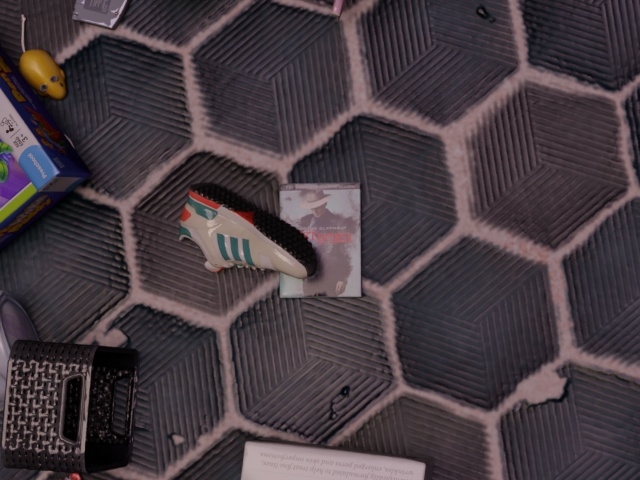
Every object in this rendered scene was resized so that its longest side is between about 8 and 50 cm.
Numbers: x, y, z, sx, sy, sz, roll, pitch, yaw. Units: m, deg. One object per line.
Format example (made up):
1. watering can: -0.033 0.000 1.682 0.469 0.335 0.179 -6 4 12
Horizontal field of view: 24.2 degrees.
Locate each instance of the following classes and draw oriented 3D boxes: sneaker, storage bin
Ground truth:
1. sneaker: -0.078 0.007 1.529 0.161 0.057 0.075 32 114 17
2. storage bin: -0.244 0.163 1.471 0.084 0.180 0.122 3 85 7

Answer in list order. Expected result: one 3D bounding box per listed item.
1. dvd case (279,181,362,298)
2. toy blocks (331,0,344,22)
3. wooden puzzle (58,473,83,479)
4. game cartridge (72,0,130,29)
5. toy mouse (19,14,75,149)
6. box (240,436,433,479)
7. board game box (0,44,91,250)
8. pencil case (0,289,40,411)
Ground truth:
1. dvd case: 0.000 0.000 1.541 0.087 0.013 0.119 0 84 7
2. toy blocks: 0.057 -0.372 1.434 0.309 0.288 0.260 12 80 6
3. wooden puzzle: -0.264 0.272 1.551 0.083 0.006 0.049 -27 82 4
4. game cartridge: -0.228 -0.269 1.594 0.056 0.017 0.083 16 87 12
5. toy mouse: -0.333 -0.139 1.586 0.143 0.031 0.161 -36 82 3
6. box: 0.011 0.292 1.458 0.181 0.119 0.182 6 85 7
7. board game box: -0.432 -0.135 1.553 0.233 0.078 0.347 -39 81 14
8. pencil case: -0.421 0.143 1.531 0.273 0.113 0.124 -17 125 5
